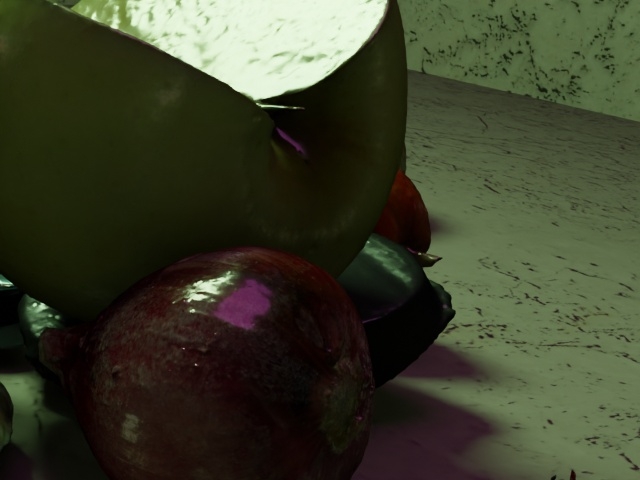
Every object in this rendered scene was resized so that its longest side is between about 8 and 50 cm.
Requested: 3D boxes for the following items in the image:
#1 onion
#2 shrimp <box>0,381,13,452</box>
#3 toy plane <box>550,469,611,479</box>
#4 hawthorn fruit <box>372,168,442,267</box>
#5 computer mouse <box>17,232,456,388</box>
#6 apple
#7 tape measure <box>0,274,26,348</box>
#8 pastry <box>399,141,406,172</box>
[{"bbox_3d":[-0.068,0.076,1.032,0.194,0.160,0.159,9,11,29],"label":"onion"},{"bbox_3d":[-0.242,0.102,1.061,0.150,0.051,0.217,2,5,-15],"label":"shrimp"},{"bbox_3d":[0.148,0.155,1.038,0.037,0.060,0.145,7,-4,-7],"label":"toy plane"},{"bbox_3d":[-0.012,-0.003,1.464,0.179,0.173,0.173,36,12,-2],"label":"hawthorn fruit"},{"bbox_3d":[-0.055,0.065,1.283,0.295,0.087,0.168,-13,29,-25],"label":"computer mouse"},{"bbox_3d":[-0.098,-0.062,1.181,0.257,0.233,0.295,10,20,35],"label":"apple"},{"bbox_3d":[-0.237,0.047,1.309,0.094,0.054,0.091,7,11,31],"label":"tape measure"},{"bbox_3d":[-0.058,-0.102,1.963,0.329,0.136,0.329,8,10,-1],"label":"pastry"}]
